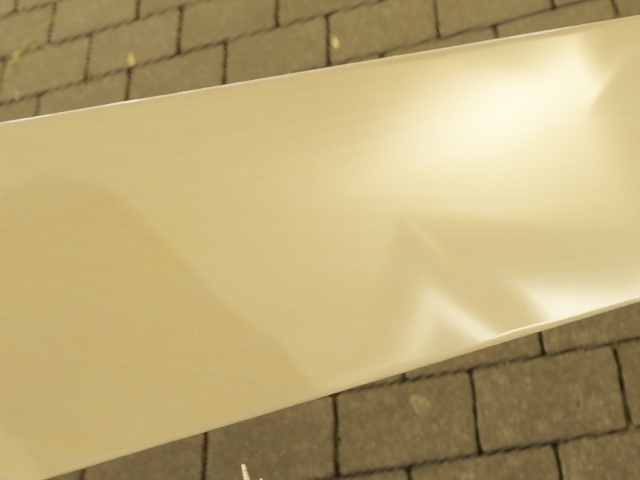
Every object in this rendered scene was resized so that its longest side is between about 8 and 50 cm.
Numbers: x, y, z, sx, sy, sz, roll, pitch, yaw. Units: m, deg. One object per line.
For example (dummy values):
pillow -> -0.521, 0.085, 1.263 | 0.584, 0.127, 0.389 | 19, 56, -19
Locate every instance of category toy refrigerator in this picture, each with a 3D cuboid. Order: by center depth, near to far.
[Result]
toy refrigerator -> 0.000, 0.000, 0.426 | 0.269, 0.094, 0.102 | -14, 86, -25

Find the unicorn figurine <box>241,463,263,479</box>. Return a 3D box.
unicorn figurine -> -0.063, 0.239, 0.839 | 0.060, 0.111, 0.162 | -13, 11, 40
